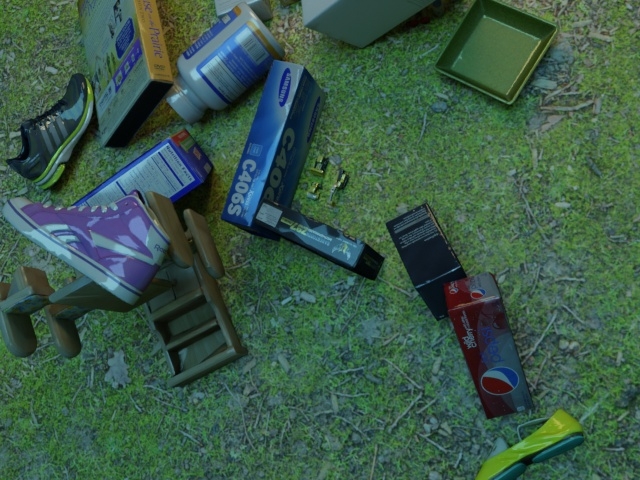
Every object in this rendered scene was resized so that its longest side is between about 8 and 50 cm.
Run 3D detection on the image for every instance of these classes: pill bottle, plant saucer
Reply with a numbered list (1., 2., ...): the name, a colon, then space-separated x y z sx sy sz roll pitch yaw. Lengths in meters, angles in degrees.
1. pill bottle: -0.226 -0.391 1.465 0.272 0.152 0.152 -39 71 8
2. plant saucer: 0.360 -0.388 1.337 0.188 0.045 0.188 32 91 20

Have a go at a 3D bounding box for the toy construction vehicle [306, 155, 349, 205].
1. toy construction vehicle: 0.011 -0.131 1.401 0.086 0.035 0.098 22 87 20

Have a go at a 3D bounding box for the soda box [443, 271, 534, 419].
1. soda box: 0.296 0.188 1.143 0.092 0.083 0.263 -17 117 14

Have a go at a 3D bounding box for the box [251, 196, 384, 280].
1. box: 0.000 0.000 1.300 0.233 0.183 0.059 25 88 19

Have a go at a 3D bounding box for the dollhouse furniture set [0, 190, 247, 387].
1. dollhouse furniture set: -0.338 0.139 1.266 0.362 0.394 0.256 -28 73 10

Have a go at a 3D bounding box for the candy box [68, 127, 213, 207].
1. candy box: -0.393 -0.098 1.383 0.317 0.268 0.122 -34 103 3

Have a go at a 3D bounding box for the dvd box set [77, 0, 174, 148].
1. dvd box set: -0.469 -0.470 1.523 0.307 0.062 0.420 -33 67 46

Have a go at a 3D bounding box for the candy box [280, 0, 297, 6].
1. candy box: -0.021 -0.632 1.502 0.187 0.053 0.109 -19 75 14

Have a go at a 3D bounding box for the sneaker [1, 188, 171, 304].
1. sneaker: -0.369 -0.030 1.057 0.282 0.102 0.161 29 82 10

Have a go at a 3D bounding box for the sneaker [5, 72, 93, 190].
1. sneaker: -0.651 -0.275 1.576 0.111 0.121 0.300 18 83 47

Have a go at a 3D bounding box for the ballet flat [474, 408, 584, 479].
1. ballet flat: 0.363 0.381 1.178 0.231 0.077 0.077 -33 50 6

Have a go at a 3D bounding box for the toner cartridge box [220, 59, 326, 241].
1. toner cartridge box: -0.093 -0.183 1.376 0.075 0.165 0.348 16 85 19

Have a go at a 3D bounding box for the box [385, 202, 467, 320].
1. box: 0.209 0.042 1.220 0.093 0.156 0.158 -27 54 9

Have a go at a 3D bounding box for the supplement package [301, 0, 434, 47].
1. supplement package: 0.112 -0.550 1.312 0.293 0.177 0.175 -20 71 46

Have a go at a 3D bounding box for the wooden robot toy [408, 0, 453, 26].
1. wooden robot toy: 0.214 -0.514 1.390 0.173 0.079 0.076 -10 76 16

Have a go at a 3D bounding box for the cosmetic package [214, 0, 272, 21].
1. cosmetic package: -0.196 -0.627 1.540 0.117 0.085 0.231 -14 74 14
